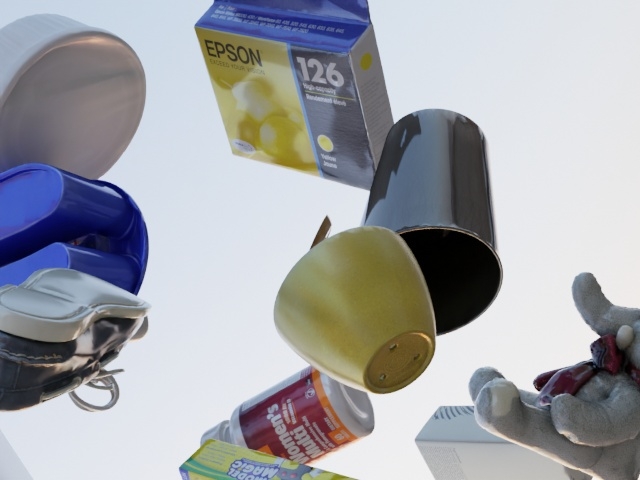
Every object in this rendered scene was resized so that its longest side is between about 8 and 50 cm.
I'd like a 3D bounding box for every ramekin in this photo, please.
[{"bbox_3d":[-0.399,-0.208,1.488,0.273,0.127,0.273,-36,-33,-28],"label":"ramekin"}]

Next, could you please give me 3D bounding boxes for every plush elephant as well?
[{"bbox_3d":[0.370,0.163,1.255,0.256,0.329,0.272,-65,-14,0],"label":"plush elephant"}]

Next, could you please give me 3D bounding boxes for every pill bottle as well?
[{"bbox_3d":[-0.046,0.255,1.364,0.121,0.221,0.121,52,-163,-23],"label":"pill bottle"}]

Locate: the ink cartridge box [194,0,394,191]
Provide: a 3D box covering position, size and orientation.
[{"bbox_3d":[-0.042,-0.231,1.404,0.072,0.303,0.307,-42,-48,-30],"label":"ink cartridge box"}]

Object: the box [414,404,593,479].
[{"bbox_3d":[0.290,0.327,1.583,0.094,0.275,0.113,-43,-66,-40],"label":"box"}]

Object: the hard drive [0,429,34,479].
[{"bbox_3d":[-0.450,0.362,1.461,0.040,0.307,0.203,-40,-28,-11],"label":"hard drive"}]

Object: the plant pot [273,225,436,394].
[{"bbox_3d":[0.042,0.070,0.828,0.134,0.095,0.134,-19,-46,-21],"label":"plant pot"}]

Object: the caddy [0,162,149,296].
[{"bbox_3d":[-0.400,0.037,1.422,0.179,0.341,0.241,29,-134,-57],"label":"caddy"}]

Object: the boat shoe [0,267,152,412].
[{"bbox_3d":[-0.194,0.075,0.782,0.254,0.095,0.079,-89,17,-86],"label":"boat shoe"}]

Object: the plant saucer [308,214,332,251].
[{"bbox_3d":[0.000,0.000,1.566,0.083,0.015,0.083,24,-90,-86],"label":"plant saucer"}]

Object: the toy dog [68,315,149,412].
[{"bbox_3d":[-0.466,0.139,1.717,0.161,0.333,0.220,-103,32,-72],"label":"toy dog"}]

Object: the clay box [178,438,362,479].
[{"bbox_3d":[-0.019,0.263,0.905,0.053,0.222,0.128,-38,-57,-42],"label":"clay box"}]

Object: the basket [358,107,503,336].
[{"bbox_3d":[0.124,-0.031,1.146,0.154,0.204,0.227,30,-134,-18],"label":"basket"}]
